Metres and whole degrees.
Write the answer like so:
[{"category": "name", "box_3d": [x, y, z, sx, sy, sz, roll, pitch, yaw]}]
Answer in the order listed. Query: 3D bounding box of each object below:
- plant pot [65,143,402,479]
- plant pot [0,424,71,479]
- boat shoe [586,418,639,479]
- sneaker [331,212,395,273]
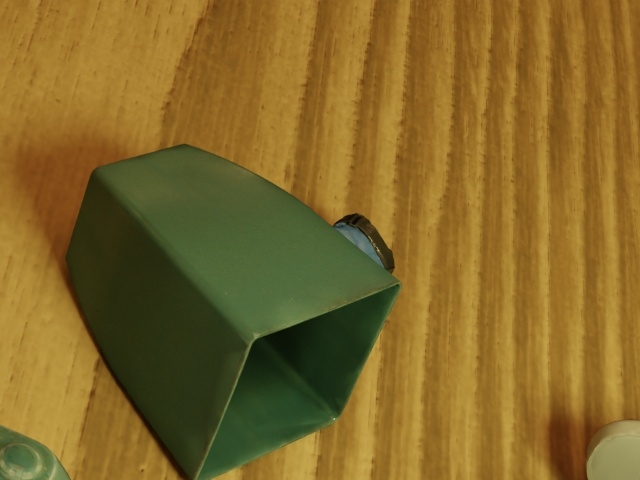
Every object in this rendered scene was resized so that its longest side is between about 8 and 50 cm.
[{"category": "plant pot", "box_3d": [-0.092, 0.040, 1.402, 0.165, 0.165, 0.234, -20, 54, -42]}, {"category": "plant pot", "box_3d": [-0.279, 0.216, 1.035, 0.247, 0.252, 0.248, 25, 40, -6]}, {"category": "boat shoe", "box_3d": [0.365, 0.225, 1.527, 0.306, 0.113, 0.105, 24, 34, -12]}, {"category": "sneaker", "box_3d": [0.000, 0.001, 1.565, 0.152, 0.058, 0.084, 33, 46, -5]}]
